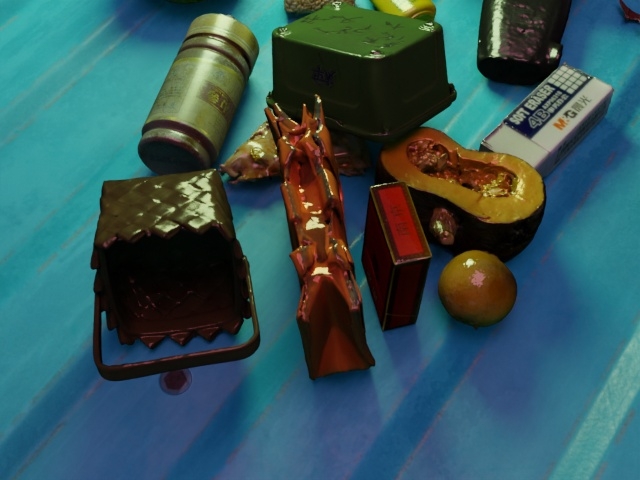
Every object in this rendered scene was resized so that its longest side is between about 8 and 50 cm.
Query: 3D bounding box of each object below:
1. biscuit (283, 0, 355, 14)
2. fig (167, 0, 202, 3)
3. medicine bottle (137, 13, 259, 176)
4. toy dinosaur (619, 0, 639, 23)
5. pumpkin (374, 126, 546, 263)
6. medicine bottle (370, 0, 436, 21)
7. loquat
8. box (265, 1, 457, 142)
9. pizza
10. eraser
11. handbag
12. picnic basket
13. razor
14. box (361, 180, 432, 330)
[{"bbox_3d":[-0.002,-0.540,1.900,0.168,0.082,0.070,-1,34,-1],"label":"biscuit"},{"bbox_3d":[-0.287,-0.682,1.843,0.316,0.316,0.316,0,59,0],"label":"fig"},{"bbox_3d":[-0.237,-0.278,1.694,0.151,0.151,0.322,13,60,7],"label":"medicine bottle"},{"bbox_3d":[0.735,-0.471,1.891,0.108,0.032,0.220,-36,68,-23],"label":"toy dinosaur"},{"bbox_3d":[0.243,-0.072,1.583,0.317,0.139,0.222,24,59,12],"label":"pumpkin"},{"bbox_3d":[0.138,-0.578,1.922,0.111,0.076,0.309,-23,62,-21],"label":"medicine bottle"},{"bbox_3d":[0.271,0.085,1.494,0.141,0.141,0.141,0,59,0],"label":"loquat"},{"bbox_3d":[0.075,-0.332,1.650,0.329,0.177,0.253,24,42,34],"label":"box"},{"bbox_3d":[-0.057,-0.185,1.687,0.297,0.071,0.189,-9,60,-5],"label":"pizza"},{"bbox_3d":[0.443,-0.223,1.706,0.130,0.086,0.287,39,66,22],"label":"eraser"},{"bbox_3d":[0.000,0.000,1.443,0.116,0.303,0.410,-10,60,0],"label":"handbag"},{"bbox_3d":[-0.238,0.075,1.401,0.254,0.291,0.321,-8,47,-7],"label":"picnic basket"},{"bbox_3d":[0.437,-0.479,1.848,0.189,0.107,0.327,11,60,7],"label":"razor"},{"bbox_3d":[0.123,0.031,1.459,0.074,0.240,0.153,-15,60,-9],"label":"box"}]
